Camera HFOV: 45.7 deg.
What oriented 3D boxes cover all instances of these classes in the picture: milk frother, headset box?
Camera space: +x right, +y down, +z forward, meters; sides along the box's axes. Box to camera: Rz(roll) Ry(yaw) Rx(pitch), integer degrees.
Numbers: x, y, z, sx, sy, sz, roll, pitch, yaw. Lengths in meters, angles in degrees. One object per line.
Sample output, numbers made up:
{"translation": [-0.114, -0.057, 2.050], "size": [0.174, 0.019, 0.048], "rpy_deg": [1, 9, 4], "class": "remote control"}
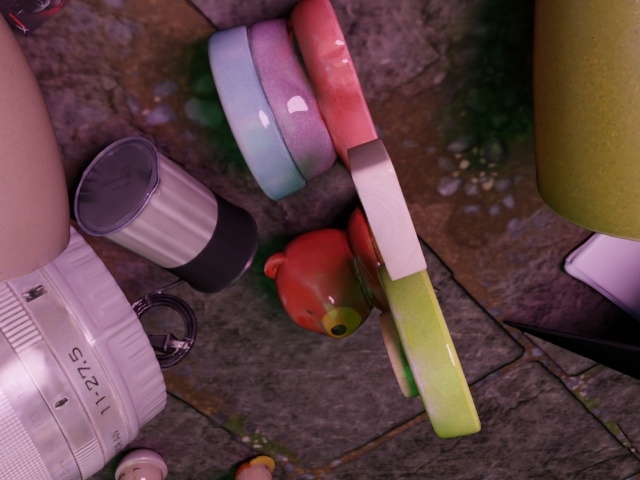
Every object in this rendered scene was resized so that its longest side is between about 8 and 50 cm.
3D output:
{"translation": [-0.138, 0.016, 0.615], "size": [0.129, 0.143, 0.135], "rpy_deg": [-18, 149, 25], "class": "milk frother"}
{"translation": [-0.196, -0.192, 0.524], "size": [0.083, 0.032, 0.062], "rpy_deg": [-31, 126, 18], "class": "headset box"}

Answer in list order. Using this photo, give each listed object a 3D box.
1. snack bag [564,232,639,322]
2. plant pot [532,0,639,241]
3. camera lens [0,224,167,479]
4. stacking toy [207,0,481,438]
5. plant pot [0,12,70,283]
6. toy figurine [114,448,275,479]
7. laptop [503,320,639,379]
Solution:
{"translation": [0.458, -0.004, 0.765], "size": [0.323, 0.037, 0.342], "rpy_deg": [32, 118, -29], "class": "snack bag"}
{"translation": [0.246, -0.189, 0.465], "size": [0.275, 0.274, 0.293], "rpy_deg": [-17, 114, 6], "class": "plant pot"}
{"translation": [-0.287, 0.123, 0.575], "size": [0.274, 0.219, 0.219], "rpy_deg": [-33, 136, -29], "class": "camera lens"}
{"translation": [0.000, 0.000, 0.553], "size": [0.131, 0.279, 0.308], "rpy_deg": [-20, 125, 6], "class": "stacking toy"}
{"translation": [-0.299, -0.095, 0.462], "size": [0.284, 0.284, 0.190], "rpy_deg": [4, 105, -11], "class": "plant pot"}
{"translation": [-0.157, 0.355, 0.910], "size": [0.210, 0.148, 0.213], "rpy_deg": [4, 126, -19], "class": "toy figurine"}
{"translation": [0.475, 0.066, 0.716], "size": [0.382, 0.236, 0.407], "rpy_deg": [22, 117, -23], "class": "laptop"}
